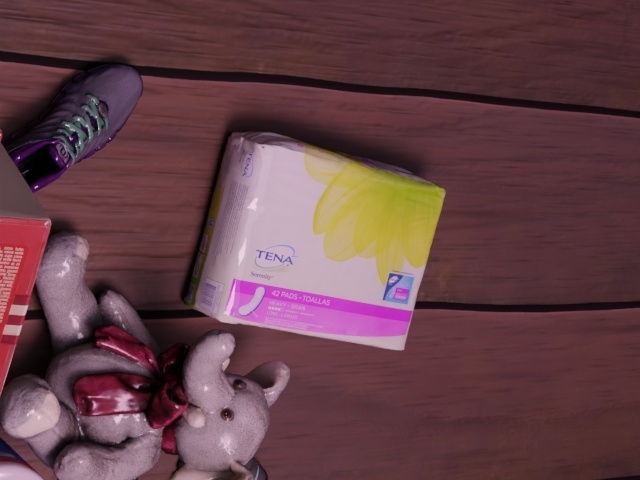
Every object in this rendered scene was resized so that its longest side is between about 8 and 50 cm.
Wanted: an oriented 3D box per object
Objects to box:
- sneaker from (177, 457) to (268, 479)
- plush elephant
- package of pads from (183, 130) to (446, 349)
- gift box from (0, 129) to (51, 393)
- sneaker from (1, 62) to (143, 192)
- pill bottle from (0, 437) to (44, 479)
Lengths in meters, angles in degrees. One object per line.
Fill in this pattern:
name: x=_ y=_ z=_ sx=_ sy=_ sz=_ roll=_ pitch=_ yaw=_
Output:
sneaker: x=-0.152 y=0.374 z=1.706 sx=0.106 sy=0.101 sz=0.267 roll=32 pitch=84 yaw=-36
plush elephant: x=-0.173 y=0.180 z=1.535 sx=0.255 sy=0.272 sz=0.330 roll=-6 pitch=129 yaw=9
package of pads: x=0.000 y=0.000 z=1.710 sx=0.296 sy=0.101 sz=0.229 roll=11 pitch=96 yaw=-35
gift box: x=-0.440 y=0.018 z=1.348 sx=0.255 sy=0.258 sz=0.276 roll=10 pitch=116 yaw=-36
sneaker: x=-0.269 y=-0.109 z=1.512 sx=0.224 sy=0.098 sz=0.083 roll=-42 pitch=120 yaw=-17
pill bottle: x=-0.373 y=0.258 z=1.461 sx=0.124 sy=0.221 sz=0.124 roll=-9 pitch=107 yaw=-31
